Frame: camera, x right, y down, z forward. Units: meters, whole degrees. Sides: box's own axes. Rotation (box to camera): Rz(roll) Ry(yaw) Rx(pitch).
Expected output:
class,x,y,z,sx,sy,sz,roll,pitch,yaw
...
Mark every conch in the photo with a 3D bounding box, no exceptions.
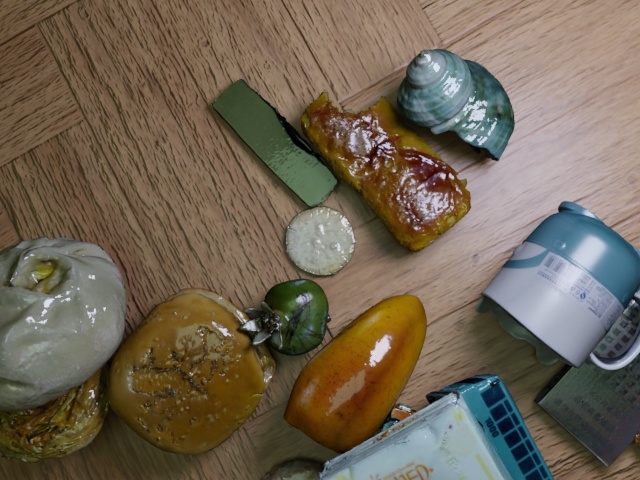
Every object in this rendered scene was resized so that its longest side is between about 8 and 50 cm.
class,x,y,z,sx,sy,sz,roll,pitch,yaw
conch,0.254,-0.274,1.324,0.195,0.277,0.220,-27,44,18

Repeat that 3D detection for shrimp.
class,x,y,z,sx,sy,sz,roll,pitch,yaw
shrimp,-0.090,0.576,1.351,0.168,0.077,0.317,39,86,17

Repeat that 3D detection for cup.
class,x,y,z,sx,sy,sz,roll,pitch,yaw
cup,0.473,0.108,1.257,0.290,0.219,0.257,39,89,2

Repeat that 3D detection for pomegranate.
class,x,y,z,sx,sy,sz,roll,pitch,yaw
pomegranate,-0.064,0.150,1.319,0.131,0.191,0.152,-3,85,33

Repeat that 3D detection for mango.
class,x,y,z,sx,sy,sz,roll,pitch,yaw
mango,0.091,0.247,1.308,0.350,0.199,0.201,-49,112,-12

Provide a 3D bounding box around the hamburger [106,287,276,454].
class,x,y,z,sx,sy,sz,roll,pitch,yaw
hamburger,-0.252,0.259,1.345,0.284,0.174,0.304,41,97,-4

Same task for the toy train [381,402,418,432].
class,x,y,z,sx,sy,sz,roll,pitch,yaw
toy train,0.153,0.416,1.336,0.099,0.072,0.188,17,87,1

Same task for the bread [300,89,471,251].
class,x,y,z,sx,sy,sz,roll,pitch,yaw
bread,0.130,-0.161,1.367,0.185,0.109,0.380,-42,81,2

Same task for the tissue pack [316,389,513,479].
class,x,y,z,sx,sy,sz,roll,pitch,yaw
tissue pack,0.212,0.492,1.137,0.287,0.162,0.388,-31,84,6

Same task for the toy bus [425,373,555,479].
class,x,y,z,sx,sy,sz,roll,pitch,yaw
toy bus,0.321,0.379,1.283,0.147,0.128,0.256,-25,85,-18

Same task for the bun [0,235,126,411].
class,x,y,z,sx,sy,sz,roll,pitch,yaw
bun,-0.553,0.135,1.295,0.365,0.219,0.365,-3,48,3

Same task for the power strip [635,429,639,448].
class,x,y,z,sx,sy,sz,roll,pitch,yaw
power strip,0.684,0.369,1.288,0.178,0.028,0.049,-5,103,-11

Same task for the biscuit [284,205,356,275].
class,x,y,z,sx,sy,sz,roll,pitch,yaw
biscuit,0.000,0.000,1.409,0.152,0.020,0.152,0,86,6

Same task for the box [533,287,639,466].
class,x,y,z,sx,sy,sz,roll,pitch,yaw
box,0.592,0.254,1.316,0.180,0.047,0.325,42,91,7

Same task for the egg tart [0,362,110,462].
class,x,y,z,sx,sy,sz,roll,pitch,yaw
egg tart,-0.554,0.317,1.394,0.297,0.132,0.297,-3,71,10

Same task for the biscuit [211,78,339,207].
class,x,y,z,sx,sy,sz,roll,pitch,yaw
biscuit,-0.091,-0.204,1.426,0.099,0.038,0.322,-45,83,4
